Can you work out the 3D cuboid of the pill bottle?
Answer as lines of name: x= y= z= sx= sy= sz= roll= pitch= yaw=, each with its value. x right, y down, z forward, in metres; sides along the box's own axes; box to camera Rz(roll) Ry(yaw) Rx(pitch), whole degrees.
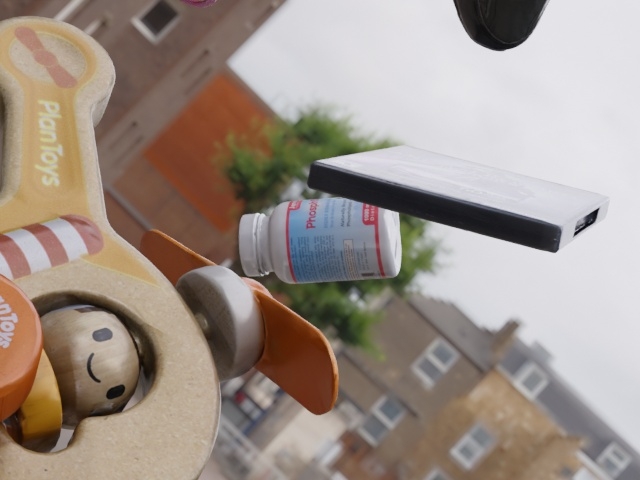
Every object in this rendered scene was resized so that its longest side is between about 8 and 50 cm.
pill bottle: x=0.000 y=0.000 z=1.626 sx=0.087 sy=0.160 sz=0.087 roll=-4 pitch=90 yaw=-81

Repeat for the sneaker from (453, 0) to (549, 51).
sneaker: x=0.169 y=-0.262 z=1.170 sx=0.101 sy=0.267 sz=0.106 roll=3 pitch=26 yaw=-24

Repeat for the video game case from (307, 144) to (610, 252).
video game case: x=0.122 y=-0.039 z=1.278 sx=0.196 sy=0.026 sz=0.274 roll=15 pitch=11 yaw=16

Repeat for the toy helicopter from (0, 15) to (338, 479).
toy helicopter: x=-0.126 y=0.003 z=0.835 sx=0.140 sy=0.235 sz=0.355 roll=112 pitch=-24 yaw=-43

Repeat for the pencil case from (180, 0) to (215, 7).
pencil case: x=-0.075 y=-0.327 z=1.245 sx=0.124 sy=0.284 sz=0.124 roll=25 pitch=-15 yaw=7
